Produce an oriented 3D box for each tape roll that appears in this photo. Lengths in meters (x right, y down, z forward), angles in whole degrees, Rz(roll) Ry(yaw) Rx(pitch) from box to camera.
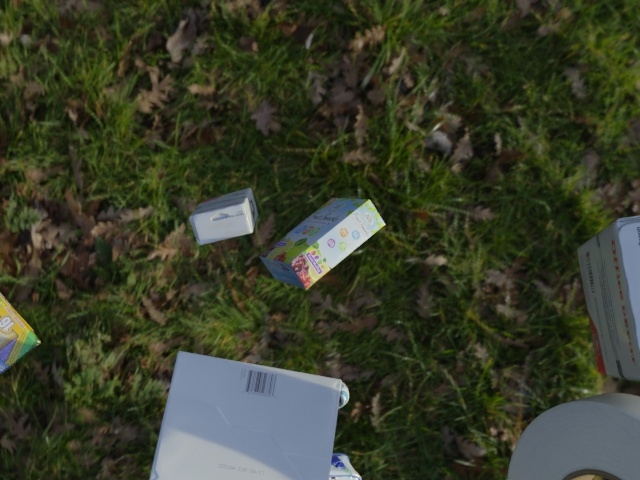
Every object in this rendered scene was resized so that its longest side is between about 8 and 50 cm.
[{"bbox_3d":[0.405,0.399,0.968,0.072,0.392,0.392,-5,71,-29],"label":"tape roll"}]

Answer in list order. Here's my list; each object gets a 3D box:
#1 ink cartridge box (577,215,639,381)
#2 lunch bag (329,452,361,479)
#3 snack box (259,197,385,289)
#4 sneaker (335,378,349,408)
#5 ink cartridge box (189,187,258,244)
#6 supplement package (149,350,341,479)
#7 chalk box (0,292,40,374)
[{"bbox_3d":[0.434,0.080,0.974,0.114,0.273,0.197,-8,81,9],"label":"ink cartridge box"},{"bbox_3d":[-0.049,0.647,1.866,0.303,0.243,0.115,6,22,-29],"label":"lunch bag"},{"bbox_3d":[0.000,0.000,1.459,0.207,0.174,0.070,-38,108,-18],"label":"snack box"},{"bbox_3d":[-0.048,0.389,1.767,0.237,0.086,0.085,-15,94,-1],"label":"sneaker"},{"bbox_3d":[-0.186,-0.048,1.441,0.109,0.150,0.063,-14,105,3],"label":"ink cartridge box"},{"bbox_3d":[-0.117,0.309,1.166,0.262,0.145,0.204,11,66,-5],"label":"supplement package"},{"bbox_3d":[-0.625,0.191,1.283,0.213,0.132,0.132,-40,109,-19],"label":"chalk box"}]
